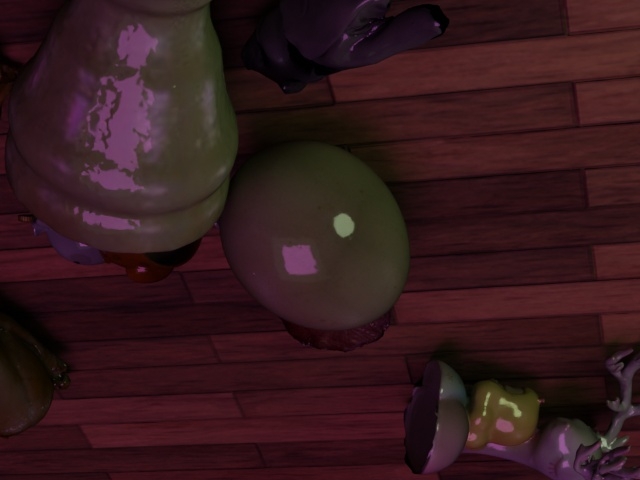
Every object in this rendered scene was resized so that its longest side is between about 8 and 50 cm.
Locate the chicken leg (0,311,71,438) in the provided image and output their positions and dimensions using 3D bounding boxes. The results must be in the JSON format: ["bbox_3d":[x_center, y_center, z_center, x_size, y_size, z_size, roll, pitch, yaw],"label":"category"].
[{"bbox_3d":[-0.466,0.094,1.721,0.201,0.153,0.429,-14,128,6],"label":"chicken leg"}]

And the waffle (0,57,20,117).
[{"bbox_3d":[-0.429,-0.171,1.380,0.291,0.051,0.291,-19,129,-25],"label":"waffle"}]

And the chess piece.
[{"bbox_3d":[-0.167,-0.214,1.267,0.234,0.234,0.442,12,135,-4],"label":"chess piece"}]

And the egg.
[{"bbox_3d":[0.000,0.000,1.487,0.188,0.189,0.253,-20,139,28],"label":"egg"}]

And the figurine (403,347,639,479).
[{"bbox_3d":[0.283,0.243,1.715,0.315,0.206,0.284,9,149,-8],"label":"figurine"}]

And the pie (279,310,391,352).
[{"bbox_3d":[0.014,0.084,1.692,0.154,0.036,0.154,5,138,4],"label":"pie"}]

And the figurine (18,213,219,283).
[{"bbox_3d":[-0.230,-0.032,1.549,0.271,0.143,0.143,15,145,31],"label":"figurine"}]

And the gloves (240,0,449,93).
[{"bbox_3d":[0.039,-0.217,1.288,0.285,0.142,0.119,-27,156,32],"label":"gloves"}]
